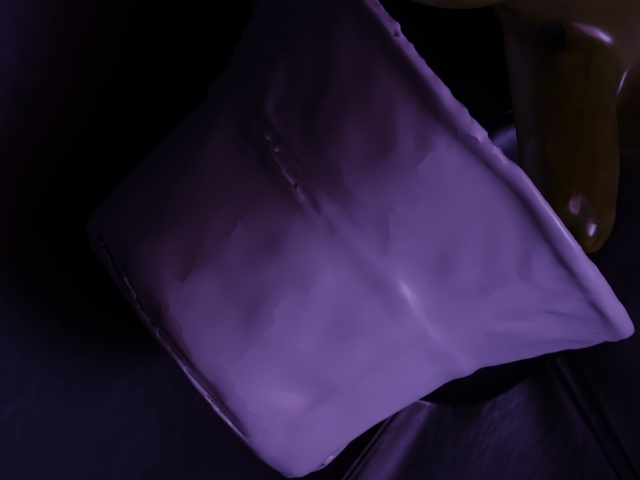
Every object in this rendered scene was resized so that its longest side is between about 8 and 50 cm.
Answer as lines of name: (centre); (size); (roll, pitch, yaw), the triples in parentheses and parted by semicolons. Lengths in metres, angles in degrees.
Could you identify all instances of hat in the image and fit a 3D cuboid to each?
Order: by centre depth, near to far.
hat: (0.000, 0.000, 0.574); (0.126, 0.203, 0.203); (-38, 135, -2)

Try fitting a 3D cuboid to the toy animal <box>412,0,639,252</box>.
toy animal: (0.145, -0.089, 0.633); (0.181, 0.180, 0.363); (-35, 124, 12)
